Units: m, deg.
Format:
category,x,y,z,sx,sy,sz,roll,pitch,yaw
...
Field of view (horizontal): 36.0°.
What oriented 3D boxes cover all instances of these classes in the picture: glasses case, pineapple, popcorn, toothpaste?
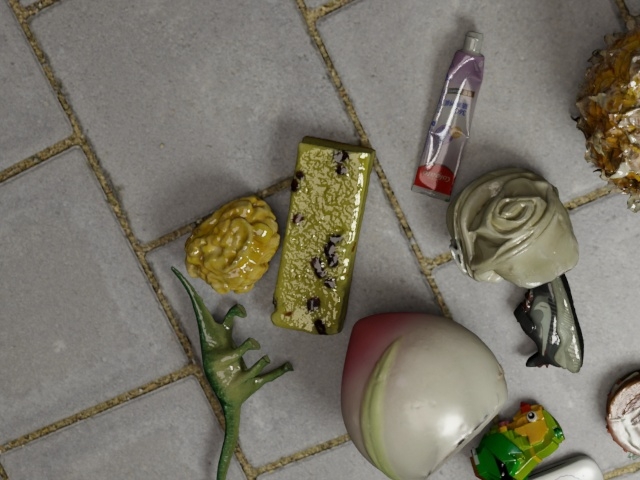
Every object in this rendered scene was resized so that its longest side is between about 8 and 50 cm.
category,x,y,z,sx,sy,sz,roll,pitch,yaw
glasses case,0.429,0.462,1.834,0.197,0.049,0.076,-25,96,14
pineapple,0.569,-0.196,1.557,0.352,0.300,0.353,4,107,14
popcorn,-0.160,0.017,1.810,0.194,0.140,0.163,-26,90,16
toothpaste,0.233,-0.218,1.737,0.075,0.048,0.301,14,106,3

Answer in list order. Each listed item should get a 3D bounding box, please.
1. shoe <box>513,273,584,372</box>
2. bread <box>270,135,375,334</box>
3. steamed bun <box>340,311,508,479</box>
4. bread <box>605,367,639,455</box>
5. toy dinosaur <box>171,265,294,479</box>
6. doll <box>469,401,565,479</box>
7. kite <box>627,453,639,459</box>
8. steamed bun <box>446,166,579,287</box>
category,x,y,z,sx,sy,sz,roll,pitch,yaw
shoe,0.398,0.135,1.755,0.112,0.099,0.228,-15,99,21
bread,0.000,-0.001,1.805,0.138,0.077,0.362,11,103,8
steamed bun,0.156,0.252,1.732,0.309,0.309,0.310,2,102,10
bread,0.587,0.308,1.762,0.160,0.073,0.161,2,102,10
toy dinosaur,-0.213,0.282,1.908,0.301,0.087,0.447,-39,90,22
doll,0.361,0.386,1.797,0.186,0.106,0.134,-50,48,0
kite,0.634,0.397,1.807,0.137,0.005,0.153,-7,101,13
steamed bun,0.317,-0.029,1.673,0.211,0.144,0.218,-16,65,9
